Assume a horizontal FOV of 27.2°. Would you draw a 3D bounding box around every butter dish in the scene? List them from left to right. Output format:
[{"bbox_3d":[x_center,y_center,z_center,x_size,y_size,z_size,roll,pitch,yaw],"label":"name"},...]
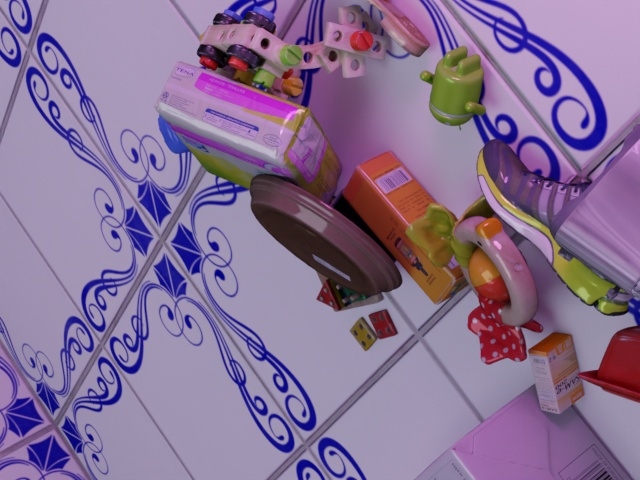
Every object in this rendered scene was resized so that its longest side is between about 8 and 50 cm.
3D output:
[{"bbox_3d":[0.438,0.146,1.688,0.160,0.160,0.118,17,102,46],"label":"butter dish"}]

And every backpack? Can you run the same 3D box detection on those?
[{"bbox_3d":[-0.213,-0.209,2.271,0.101,0.120,0.098,-18,97,55],"label":"backpack"}]

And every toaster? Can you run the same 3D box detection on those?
[{"bbox_3d":[0.394,-0.036,1.575,0.146,0.227,0.129,43,-175,19],"label":"toaster"}]

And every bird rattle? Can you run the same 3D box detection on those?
[{"bbox_3d":[0.230,0.054,1.827,0.207,0.143,0.253,161,88,-78],"label":"bird rattle"}]

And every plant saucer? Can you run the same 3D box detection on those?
[{"bbox_3d":[0.000,0.000,2.004,0.278,0.041,0.278,33,167,9],"label":"plant saucer"}]

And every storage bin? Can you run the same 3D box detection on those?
[{"bbox_3d":[0.057,-0.013,2.083,0.135,0.098,0.091,39,157,-10],"label":"storage bin"}]

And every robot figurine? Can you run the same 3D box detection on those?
[{"bbox_3d":[0.186,-0.207,1.813,0.101,0.067,0.115,37,138,28],"label":"robot figurine"}]

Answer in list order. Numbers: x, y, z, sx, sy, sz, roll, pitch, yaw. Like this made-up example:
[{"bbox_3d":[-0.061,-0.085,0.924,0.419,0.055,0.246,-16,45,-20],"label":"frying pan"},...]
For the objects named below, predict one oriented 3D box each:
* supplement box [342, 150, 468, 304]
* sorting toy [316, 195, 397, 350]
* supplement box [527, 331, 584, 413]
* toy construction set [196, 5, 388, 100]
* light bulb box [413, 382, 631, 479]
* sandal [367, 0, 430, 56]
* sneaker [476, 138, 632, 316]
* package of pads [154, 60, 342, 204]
[{"bbox_3d":[0.139,-0.020,1.991,0.233,0.080,0.078,52,145,17],"label":"supplement box"},{"bbox_3d":[0.029,0.065,2.212,0.132,0.046,0.274,-16,100,55],"label":"sorting toy"},{"bbox_3d":[0.337,0.189,1.890,0.036,0.062,0.098,6,117,49],"label":"supplement box"},{"bbox_3d":[-0.061,-0.268,1.980,0.215,0.151,0.328,29,158,-30],"label":"toy construction set"},{"bbox_3d":[0.296,0.462,1.982,0.358,0.225,0.361,52,145,13],"label":"light bulb box"},{"bbox_3d":[0.082,-0.368,1.854,0.240,0.088,0.079,47,111,9],"label":"sandal"},{"bbox_3d":[0.325,-0.041,1.735,0.300,0.111,0.121,48,117,27],"label":"sneaker"},{"bbox_3d":[-0.096,-0.150,2.018,0.229,0.101,0.296,22,171,16],"label":"package of pads"}]
